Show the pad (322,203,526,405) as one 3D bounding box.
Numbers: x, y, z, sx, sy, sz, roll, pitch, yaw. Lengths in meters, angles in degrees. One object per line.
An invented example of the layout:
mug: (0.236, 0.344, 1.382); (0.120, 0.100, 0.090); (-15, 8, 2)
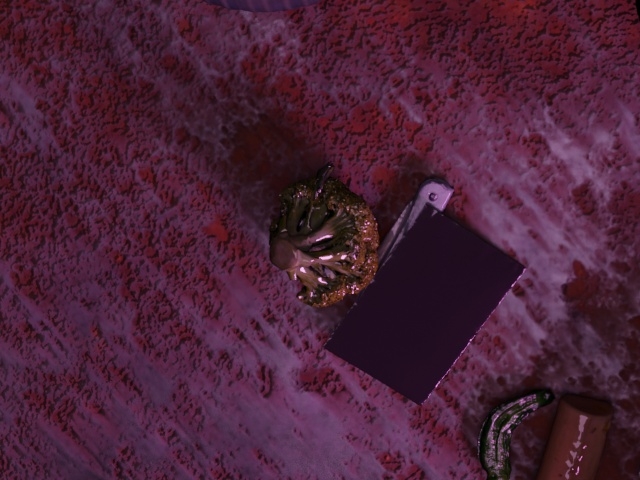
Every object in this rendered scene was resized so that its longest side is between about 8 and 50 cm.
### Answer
pad: (0.107, 0.070, 1.456); (0.127, 0.004, 0.190); (33, 104, -11)

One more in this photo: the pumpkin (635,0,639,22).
pumpkin: (0.441, -0.240, 1.255); (0.320, 0.192, 0.321); (1, 98, 7)

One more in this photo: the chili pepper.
chili pepper: (0.195, 0.199, 1.467); (0.055, 0.035, 0.118); (27, 95, -9)

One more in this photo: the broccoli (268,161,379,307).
broccoli: (0.000, 0.000, 1.416); (0.131, 0.120, 0.130); (-30, 85, 44)

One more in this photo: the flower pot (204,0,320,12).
flower pot: (-0.057, -0.315, 1.346); (0.243, 0.157, 0.189); (4, 100, 10)

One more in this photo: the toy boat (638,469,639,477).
toy boat: (0.382, 0.212, 1.441); (0.096, 0.034, 0.122); (10, 94, 6)

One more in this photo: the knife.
knife: (0.084, 0.006, 1.451); (0.044, 0.023, 0.162); (29, 104, 3)

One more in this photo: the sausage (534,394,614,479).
sausage: (0.231, 0.304, 1.465); (0.065, 0.066, 0.301); (19, 105, 6)
